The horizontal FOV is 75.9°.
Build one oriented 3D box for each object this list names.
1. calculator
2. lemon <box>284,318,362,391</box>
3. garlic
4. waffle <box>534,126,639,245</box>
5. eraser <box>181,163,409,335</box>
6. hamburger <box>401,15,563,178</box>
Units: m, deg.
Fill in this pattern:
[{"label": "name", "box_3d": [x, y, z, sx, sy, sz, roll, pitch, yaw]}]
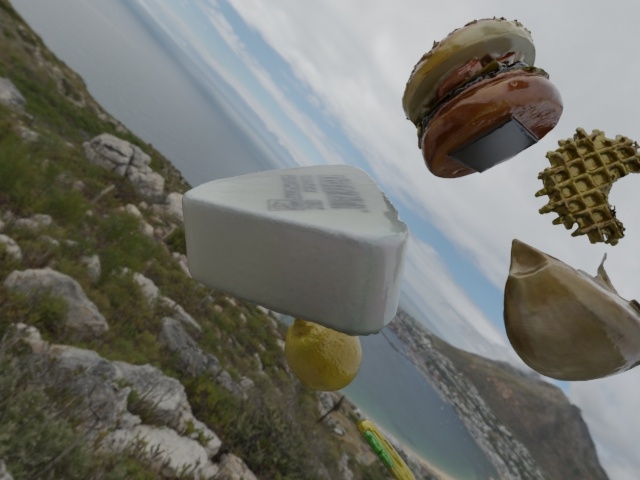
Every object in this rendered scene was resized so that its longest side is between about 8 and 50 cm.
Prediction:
[{"label": "calculator", "box_3d": [0.124, 0.394, 0.748, 0.146, 0.032, 0.235, 45, -13, 36]}, {"label": "lemon", "box_3d": [0.009, 0.272, 1.014, 0.244, 0.186, 0.187, 60, -2, -26]}, {"label": "garlic", "box_3d": [0.401, 0.098, 0.602, 0.338, 0.151, 0.196, 5, 73, -36]}, {"label": "waffle", "box_3d": [0.688, -0.150, 1.031, 0.259, 0.293, 0.069, 29, -5, 11]}, {"label": "eraser", "box_3d": [0.000, 0.000, 0.608, 0.331, 0.331, 0.150, -126, -143, -55]}, {"label": "hamburger", "box_3d": [0.308, -0.276, 0.815, 0.291, 0.290, 0.225, 40, 30, -65]}]
